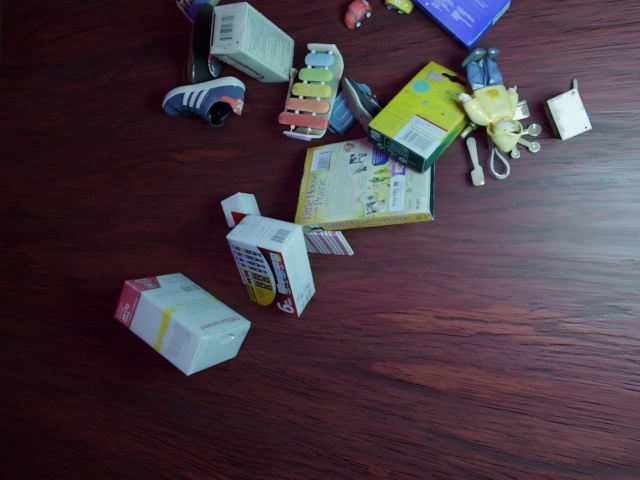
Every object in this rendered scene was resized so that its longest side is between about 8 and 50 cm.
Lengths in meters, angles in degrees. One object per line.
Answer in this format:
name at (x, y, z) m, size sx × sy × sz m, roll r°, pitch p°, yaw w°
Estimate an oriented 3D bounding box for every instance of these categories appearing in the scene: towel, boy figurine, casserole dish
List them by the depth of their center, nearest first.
boy figurine at (0.462, -0.378, 1.242) m, size 0.177 × 0.092 × 0.285 m, roll -6°, pitch 74°, yaw -14°
towel at (0.000, 0.000, 1.502) m, size 0.197 × 0.144 × 0.029 m, roll 4°, pitch 65°, yaw 24°
casserole dish at (0.087, -0.438, 1.510) m, size 0.188 × 0.037 × 0.114 m, roll -47°, pitch 73°, yaw 17°

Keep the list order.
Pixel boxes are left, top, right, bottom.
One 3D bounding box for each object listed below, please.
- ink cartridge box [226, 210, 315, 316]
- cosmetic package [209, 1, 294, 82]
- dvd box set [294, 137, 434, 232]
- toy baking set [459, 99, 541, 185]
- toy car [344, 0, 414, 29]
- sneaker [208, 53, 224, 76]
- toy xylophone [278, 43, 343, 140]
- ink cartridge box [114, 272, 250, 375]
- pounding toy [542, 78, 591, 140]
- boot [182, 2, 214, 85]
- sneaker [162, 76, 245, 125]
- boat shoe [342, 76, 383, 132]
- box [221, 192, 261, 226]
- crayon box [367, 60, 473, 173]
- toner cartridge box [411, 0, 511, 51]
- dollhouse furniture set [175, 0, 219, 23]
ink cartridge box at (-0.182, 0.076, 1.500) m, size 0.271 × 0.130 × 0.310 m, roll 14°, pitch 137°, yaw 25°
cosmetic package at (-0.217, -0.639, 1.506) m, size 0.129 × 0.296 × 0.153 m, roll 7°, pitch 92°, yaw 26°
dvd box set at (0.135, -0.181, 1.405) m, size 0.420 × 0.062 × 0.308 m, roll -6°, pitch 60°, yaw 25°
toy baking set at (0.503, -0.287, 1.301) m, size 0.256 × 0.030 × 0.197 m, roll -41°, pitch 76°, yaw 11°
toy car at (0.175, -0.814, 1.455) m, size 0.239 × 0.053 × 0.225 m, roll -4°, pitch 89°, yaw 25°
sneaker at (-0.372, -0.691, 1.709) m, size 0.064 × 0.061 × 0.158 m, roll 13°, pitch 97°, yaw 18°
toy xylophone at (-0.044, -0.484, 1.519) m, size 0.236 × 0.081 × 0.323 m, roll 8°, pitch 89°, yaw 34°
ink cartridge box at (-0.493, 0.287, 1.651) m, size 0.384 × 0.279 × 0.160 m, roll 29°, pitch 103°, yaw 22°
pounding toy at (0.656, -0.347, 1.206) m, size 0.100 × 0.141 × 0.130 m, roll -22°, pitch 96°, yaw 23°
boot at (-0.465, -0.731, 1.721) m, size 0.115 × 0.112 × 0.305 m, roll 23°, pitch 106°, yaw 40°
sneaker at (-0.441, -0.491, 1.701) m, size 0.349 × 0.131 × 0.148 m, roll -7°, pitch 83°, yaw 25°
boat shoe at (0.145, -0.422, 1.435) m, size 0.079 × 0.084 × 0.233 m, roll -28°, pitch 71°, yaw -15°
box at (-0.285, -0.108, 1.649) m, size 0.087 × 0.101 × 0.102 m, roll -22°, pitch 81°, yaw 23°
crayon box at (0.310, -0.363, 1.327) m, size 0.202 × 0.081 × 0.318 m, roll 36°, pitch 72°, yaw 21°
toner cartridge box at (0.363, -0.733, 1.325) m, size 0.348 × 0.075 × 0.165 m, roll 46°, pitch 107°, yaw 7°
dollhouse furniture set at (-0.530, -0.975, 1.644) m, size 0.198 × 0.303 × 0.286 m, roll -43°, pitch 74°, yaw 18°
